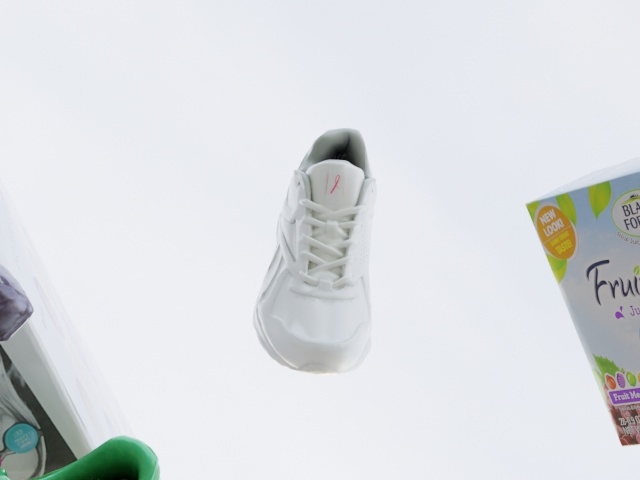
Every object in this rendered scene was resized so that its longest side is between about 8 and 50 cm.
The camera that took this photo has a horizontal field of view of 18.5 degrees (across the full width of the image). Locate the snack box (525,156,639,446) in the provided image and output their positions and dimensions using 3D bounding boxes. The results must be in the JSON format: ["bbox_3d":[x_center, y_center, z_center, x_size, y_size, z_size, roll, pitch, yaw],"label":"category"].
[{"bbox_3d":[0.236,0.028,1.187,0.207,0.070,0.174,-16,-83,57],"label":"snack box"}]

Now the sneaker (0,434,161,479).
[{"bbox_3d":[-0.203,0.193,1.115,0.109,0.295,0.123,30,-52,27],"label":"sneaker"}]

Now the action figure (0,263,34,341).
[{"bbox_3d":[-0.223,-0.048,0.711,0.185,0.285,0.099,-38,-132,-5],"label":"action figure"}]

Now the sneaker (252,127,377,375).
[{"bbox_3d":[0.000,0.000,1.462,0.090,0.232,0.115,5,-49,-5],"label":"sneaker"}]

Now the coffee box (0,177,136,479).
[{"bbox_3d":[-0.322,0.171,1.433,0.338,0.337,0.334,-25,-69,-3],"label":"coffee box"}]
